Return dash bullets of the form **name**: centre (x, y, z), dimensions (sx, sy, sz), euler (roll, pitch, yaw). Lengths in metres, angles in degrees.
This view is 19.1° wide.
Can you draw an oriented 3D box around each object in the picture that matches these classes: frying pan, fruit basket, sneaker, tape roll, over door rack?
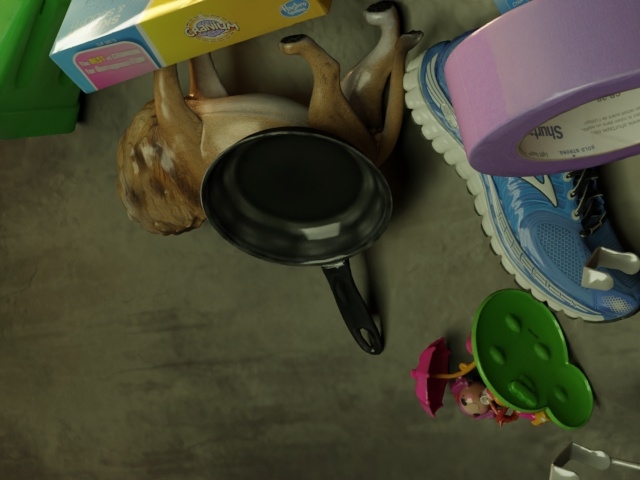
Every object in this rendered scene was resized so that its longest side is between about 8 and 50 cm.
- **frying pan**: centre (0.020, -0.014, 1.987), dimensions (0.197, 0.053, 0.326), euler (-30, 127, 33)
- **fruit basket**: centre (-0.479, -0.205, 2.145), dimensions (0.392, 0.283, 0.392), euler (3, 97, 23)
- **sneaker**: centre (0.222, -0.067, 1.852), dimensions (0.147, 0.130, 0.330), euler (-33, 94, 33)
- **tape roll**: centre (0.251, -0.144, 1.664), dimensions (0.274, 0.274, 0.090), euler (-23, 74, 36)
- **over door rack**: centre (0.396, 0.131, 1.815), dimensions (0.324, 0.108, 0.240), euler (8, 114, 7)

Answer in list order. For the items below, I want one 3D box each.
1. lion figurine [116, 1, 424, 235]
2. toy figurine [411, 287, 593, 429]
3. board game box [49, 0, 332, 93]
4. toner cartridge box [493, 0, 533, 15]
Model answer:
- **lion figurine**: centre (-0.056, -0.113, 2.009), dimensions (0.392, 0.142, 0.240), euler (2, 117, 27)
- **toy figurine**: centre (0.174, 0.146, 1.998), dimensions (0.173, 0.130, 0.159), euler (42, 143, -18)
- **board game box**: centre (-0.107, -0.291, 1.914), dimensions (0.316, 0.242, 0.064), euler (-15, 135, 35)
- **toner cartridge box**: centre (0.287, -0.291, 1.668), dimensions (0.348, 0.075, 0.165), euler (-29, 90, 46)
